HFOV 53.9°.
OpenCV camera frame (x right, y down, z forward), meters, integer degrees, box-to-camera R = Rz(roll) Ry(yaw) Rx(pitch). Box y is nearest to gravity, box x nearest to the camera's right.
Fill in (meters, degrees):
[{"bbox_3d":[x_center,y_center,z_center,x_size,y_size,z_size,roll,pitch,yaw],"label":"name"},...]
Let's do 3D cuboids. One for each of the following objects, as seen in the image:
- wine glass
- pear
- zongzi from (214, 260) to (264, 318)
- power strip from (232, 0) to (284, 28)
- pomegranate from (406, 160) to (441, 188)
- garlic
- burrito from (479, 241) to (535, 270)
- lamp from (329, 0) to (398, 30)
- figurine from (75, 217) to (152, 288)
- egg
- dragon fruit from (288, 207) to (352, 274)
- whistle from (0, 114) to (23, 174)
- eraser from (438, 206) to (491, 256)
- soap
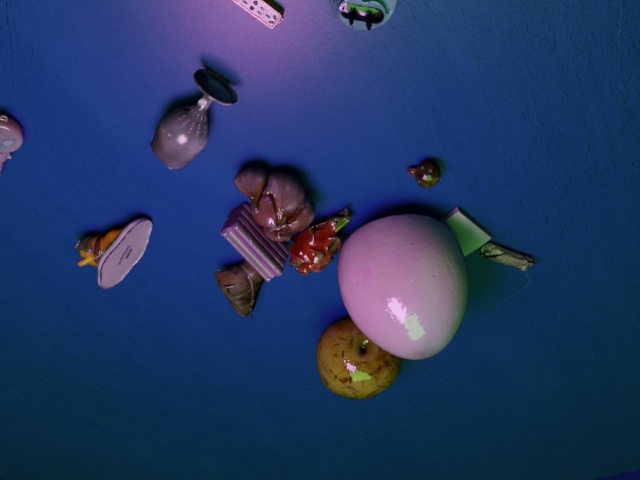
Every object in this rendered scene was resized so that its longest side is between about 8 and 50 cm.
[{"bbox_3d":[-0.311,-0.287,1.524,0.126,0.126,0.241,29,124,-21],"label":"wine glass"},{"bbox_3d":[0.120,0.373,1.998,0.283,0.284,0.284,1,131,1],"label":"pear"},{"bbox_3d":[-0.194,0.129,1.921,0.204,0.094,0.205,-31,141,-9],"label":"zongzi"},{"bbox_3d":[-0.157,-0.527,1.372,0.178,0.028,0.049,31,126,-22],"label":"power strip"},{"bbox_3d":[0.271,-0.176,1.636,0.084,0.073,0.073,30,127,-3],"label":"pomegranate"},{"bbox_3d":[-0.113,-0.110,1.654,0.160,0.191,0.214,-30,115,-5],"label":"garlic"},{"bbox_3d":[0.542,0.048,1.837,0.171,0.042,0.051,15,133,-15],"label":"burrito"},{"bbox_3d":[0.102,-0.558,1.255,0.209,0.147,0.284,9,122,-3],"label":"lamp"},{"bbox_3d":[-0.604,0.002,1.817,0.141,0.166,0.250,40,100,14],"label":"figurine"},{"bbox_3d":[0.233,0.156,1.701,0.354,0.340,0.355,-5,143,-4],"label":"egg"},{"bbox_3d":[-0.003,0.000,1.753,0.135,0.137,0.236,49,122,9],"label":"dragon fruit"},{"bbox_3d":[-0.829,-0.246,1.625,0.107,0.057,0.220,12,136,-26],"label":"whistle"},{"bbox_3d":[0.400,-0.024,1.790,0.150,0.023,0.104,35,124,-26],"label":"eraser"},{"bbox_3d":[-0.179,0.005,1.758,0.065,0.122,0.203,-29,116,27],"label":"soap"}]
